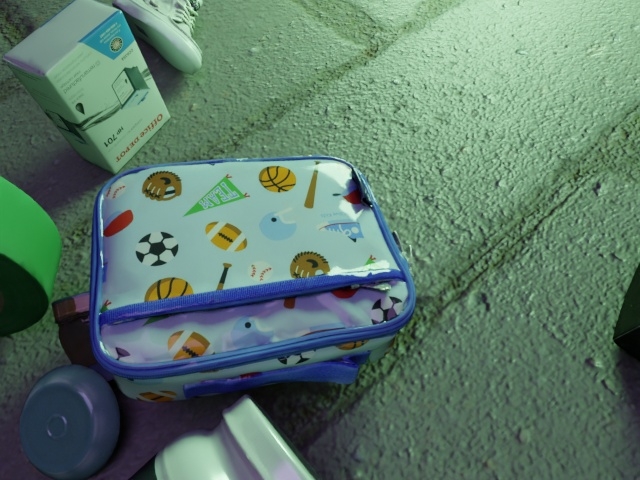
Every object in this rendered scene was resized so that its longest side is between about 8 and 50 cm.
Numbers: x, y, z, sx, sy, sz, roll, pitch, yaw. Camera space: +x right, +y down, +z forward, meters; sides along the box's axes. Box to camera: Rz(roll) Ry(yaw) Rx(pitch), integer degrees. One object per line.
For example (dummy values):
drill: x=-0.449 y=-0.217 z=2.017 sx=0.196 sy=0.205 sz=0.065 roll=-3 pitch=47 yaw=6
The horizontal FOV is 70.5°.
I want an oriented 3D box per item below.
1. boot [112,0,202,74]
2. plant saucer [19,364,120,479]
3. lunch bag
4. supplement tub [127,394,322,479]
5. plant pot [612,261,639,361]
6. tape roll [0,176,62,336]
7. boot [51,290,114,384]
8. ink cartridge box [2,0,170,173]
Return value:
boot: x=-0.257 y=-0.396 z=0.799 sx=0.123 sy=0.095 sz=0.258 roll=-43 pitch=63 yaw=-10
plant saucer: x=-0.267 y=0.191 z=0.470 sx=0.119 sy=0.021 sz=0.120 roll=-1 pitch=83 yaw=11
lunch bag: x=-0.060 y=0.030 z=0.453 sx=0.303 sy=0.115 sz=0.243 roll=-7 pitch=54 yaw=-14
supplement tub: x=-0.108 y=0.273 z=0.333 sx=0.272 sy=0.191 sz=0.191 roll=-40 pitch=63 yaw=-17
plant pot: x=0.398 y=0.064 z=0.418 sx=0.187 sy=0.188 sz=0.167 roll=40 pitch=82 yaw=24
tape roll: x=-0.442 y=0.012 z=0.446 sx=0.321 sy=0.321 sz=0.077 roll=-7 pitch=58 yaw=2
boot: x=-0.187 y=0.098 z=0.529 sx=0.219 sy=0.082 sz=0.106 roll=-13 pitch=81 yaw=-7
ink cartridge box: x=-0.314 y=-0.211 z=0.642 sx=0.082 sy=0.191 sz=0.140 roll=25 pitch=65 yaw=18
